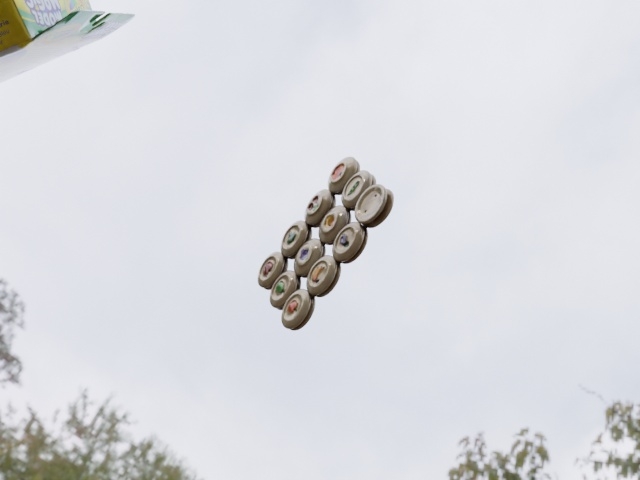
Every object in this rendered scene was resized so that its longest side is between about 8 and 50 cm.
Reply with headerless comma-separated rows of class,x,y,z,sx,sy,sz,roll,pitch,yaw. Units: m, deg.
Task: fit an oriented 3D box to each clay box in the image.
clay box,-0.244,-0.126,0.565,0.222,0.127,0.053,-21,-79,10

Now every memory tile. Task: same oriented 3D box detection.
memory tile,0.000,0.000,0.742,0.012,0.113,0.148,31,-78,-31
